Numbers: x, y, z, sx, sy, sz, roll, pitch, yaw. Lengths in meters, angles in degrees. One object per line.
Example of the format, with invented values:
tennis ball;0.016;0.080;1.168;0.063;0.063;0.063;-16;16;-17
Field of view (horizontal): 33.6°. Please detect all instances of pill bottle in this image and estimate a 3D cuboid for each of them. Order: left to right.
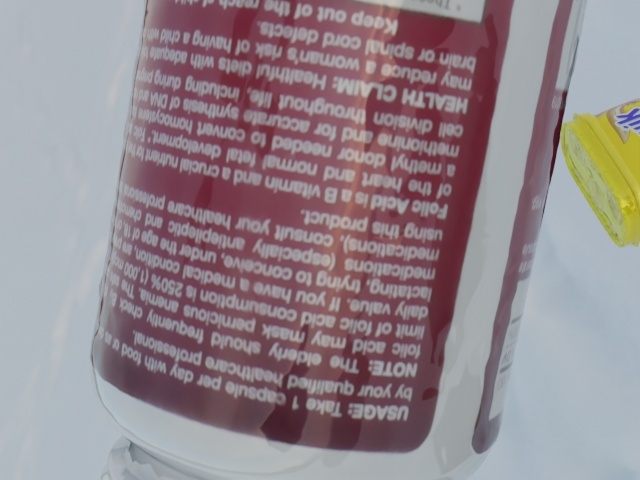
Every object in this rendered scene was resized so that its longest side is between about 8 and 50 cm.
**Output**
pill bottle;0.000;0.000;0.565;0.224;0.224;0.392;26;107;61

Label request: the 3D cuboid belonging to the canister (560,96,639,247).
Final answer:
canister;0.315;-0.080;0.927;0.170;0.073;0.126;-21;54;-1
